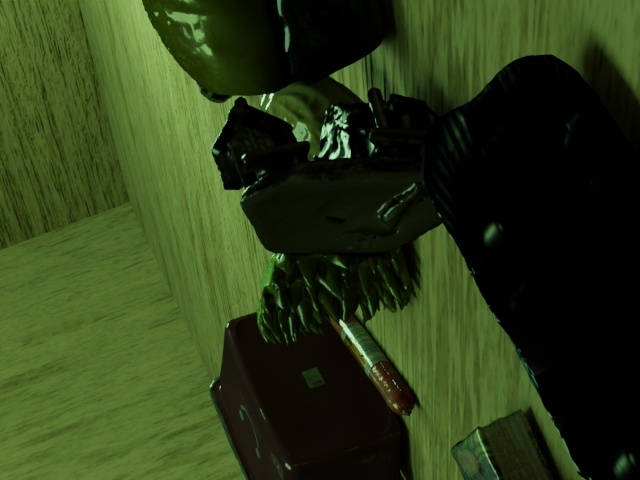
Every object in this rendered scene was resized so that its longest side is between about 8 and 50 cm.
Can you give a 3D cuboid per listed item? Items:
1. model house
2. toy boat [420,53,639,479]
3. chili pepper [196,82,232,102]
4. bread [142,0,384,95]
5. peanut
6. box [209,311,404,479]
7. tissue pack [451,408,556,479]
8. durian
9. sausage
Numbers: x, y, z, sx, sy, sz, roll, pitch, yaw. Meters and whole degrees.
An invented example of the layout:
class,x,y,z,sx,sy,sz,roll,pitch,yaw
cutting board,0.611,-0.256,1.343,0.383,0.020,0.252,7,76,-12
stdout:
class,x,y,z,sx,sy,sz,roll,pitch,yaw
model house,0.014,-0.073,1.344,0.141,0.203,0.164,115,152,-46
toy boat,0.182,0.030,0.994,0.092,0.134,0.298,9,-130,-59
chili pepper,-0.165,-0.281,2.206,0.227,0.059,0.088,-117,16,-49
bread,-0.082,-0.302,1.394,0.251,0.208,0.376,-121,10,-60
peanut,0.023,-0.090,1.487,0.194,0.083,0.093,39,162,22
box,-0.014,0.219,2.064,0.167,0.193,0.294,96,153,-49
tissue pack,0.179,0.234,1.449,0.108,0.060,0.148,119,129,-70
durian,-0.011,0.004,1.723,0.394,0.163,0.198,126,125,-84
sausage,0.059,0.139,1.941,0.253,0.034,0.034,-126,19,-57
